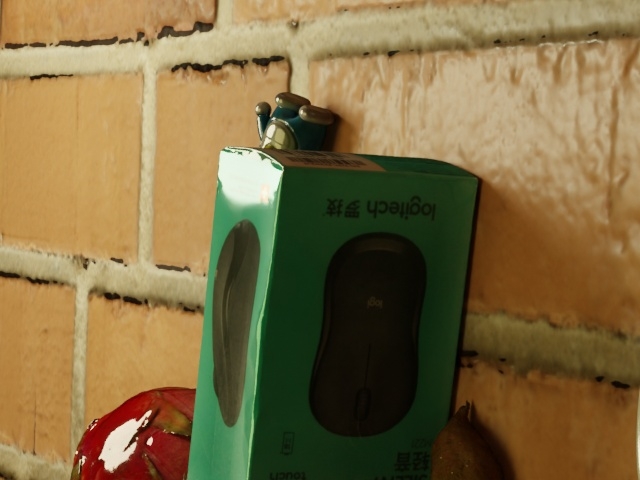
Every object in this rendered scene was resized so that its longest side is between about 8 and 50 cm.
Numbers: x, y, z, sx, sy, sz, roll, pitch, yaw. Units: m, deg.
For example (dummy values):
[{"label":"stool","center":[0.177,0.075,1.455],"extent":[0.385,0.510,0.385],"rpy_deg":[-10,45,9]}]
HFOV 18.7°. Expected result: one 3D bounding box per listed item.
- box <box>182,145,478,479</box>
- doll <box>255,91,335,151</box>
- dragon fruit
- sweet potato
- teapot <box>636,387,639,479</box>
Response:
[{"label":"box","center":[0.010,0.080,1.677],"extent":[0.118,0.205,0.311],"rpy_deg":[21,105,61]},{"label":"doll","center":[-0.040,-0.065,1.886],"extent":[0.114,0.085,0.152],"rpy_deg":[33,107,34]},{"label":"dragon fruit","center":[-0.131,0.253,1.882],"extent":[0.252,0.241,0.241],"rpy_deg":[0,89,59]},{"label":"sweet potato","center":[0.130,0.235,1.604],"extent":[0.068,0.068,0.226],"rpy_deg":[-50,49,47]},{"label":"teapot","center":[0.289,0.136,1.277],"extent":[0.208,0.165,0.300],"rpy_deg":[-149,53,-75]}]
